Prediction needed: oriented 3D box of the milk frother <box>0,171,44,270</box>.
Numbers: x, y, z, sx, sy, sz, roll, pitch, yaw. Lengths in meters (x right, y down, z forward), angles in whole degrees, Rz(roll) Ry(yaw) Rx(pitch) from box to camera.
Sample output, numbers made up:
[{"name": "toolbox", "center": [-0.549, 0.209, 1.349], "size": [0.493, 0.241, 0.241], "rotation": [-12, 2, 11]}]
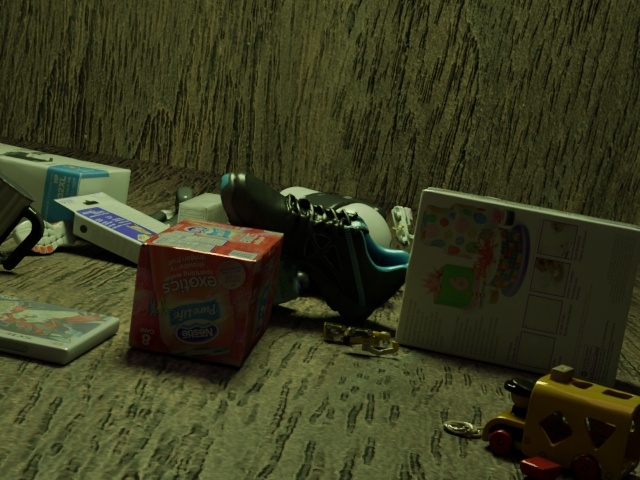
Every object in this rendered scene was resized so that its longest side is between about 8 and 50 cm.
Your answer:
[{"name": "milk frother", "center": [-0.505, -0.029, 1.884], "size": [0.129, 0.135, 0.143], "rotation": [40, -2, -24]}]

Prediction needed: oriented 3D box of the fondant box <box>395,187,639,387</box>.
[{"name": "fondant box", "center": [0.295, 0.066, 1.807], "size": [0.330, 0.238, 0.096], "rotation": [11, 9, 9]}]

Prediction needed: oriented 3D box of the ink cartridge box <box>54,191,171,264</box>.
[{"name": "ink cartridge box", "center": [-0.355, -0.021, 2.174], "size": [0.208, 0.045, 0.206], "rotation": [27, 12, 11]}]

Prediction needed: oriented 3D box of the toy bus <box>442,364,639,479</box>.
[{"name": "toy bus", "center": [0.268, 0.195, 1.356], "size": [0.202, 0.104, 0.191], "rotation": [8, 8, -17]}]

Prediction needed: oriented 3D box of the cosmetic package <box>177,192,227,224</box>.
[{"name": "cosmetic package", "center": [-0.232, -0.034, 2.377], "size": [0.060, 0.099, 0.239], "rotation": [11, 8, 5]}]

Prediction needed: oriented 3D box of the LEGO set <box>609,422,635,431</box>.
[{"name": "LEGO set", "center": [0.390, 0.240, 1.504], "size": [0.083, 0.023, 0.054], "rotation": [22, 9, -7]}]

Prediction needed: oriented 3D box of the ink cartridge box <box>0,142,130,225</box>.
[{"name": "ink cartridge box", "center": [-0.559, -0.102, 2.348], "size": [0.307, 0.129, 0.223], "rotation": [12, 9, 15]}]

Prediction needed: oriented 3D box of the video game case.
[{"name": "video game case", "center": [-0.368, 0.106, 1.508], "size": [0.183, 0.023, 0.201], "rotation": [11, 8, 7]}]

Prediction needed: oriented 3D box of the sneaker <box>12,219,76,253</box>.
[{"name": "sneaker", "center": [-0.484, -0.003, 2.069], "size": [0.064, 0.061, 0.158], "rotation": [-11, -5, 23]}]

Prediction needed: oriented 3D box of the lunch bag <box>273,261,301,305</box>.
[{"name": "lunch bag", "center": [-0.125, 0.058, 1.917], "size": [0.151, 0.096, 0.129], "rotation": [-1, 5, 28]}]

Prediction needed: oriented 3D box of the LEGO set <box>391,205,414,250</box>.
[{"name": "LEGO set", "center": [0.063, 0.030, 2.282], "size": [0.287, 0.132, 0.107], "rotation": [-12, -23, 33]}]

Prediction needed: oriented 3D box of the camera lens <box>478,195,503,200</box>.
[{"name": "camera lens", "center": [0.272, 0.042, 2.011], "size": [0.219, 0.220, 0.274], "rotation": [10, 8, 0]}]

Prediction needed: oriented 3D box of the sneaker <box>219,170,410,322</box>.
[{"name": "sneaker", "center": [-0.006, -0.016, 1.864], "size": [0.341, 0.139, 0.125], "rotation": [36, 33, -26]}]

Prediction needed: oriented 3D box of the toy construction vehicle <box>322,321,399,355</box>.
[{"name": "toy construction vehicle", "center": [0.057, 0.144, 1.742], "size": [0.098, 0.035, 0.086], "rotation": [10, -3, -15]}]

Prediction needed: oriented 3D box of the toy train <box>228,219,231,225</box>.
[{"name": "toy train", "center": [-0.089, -0.025, 2.529], "size": [0.143, 0.105, 0.248], "rotation": [21, 2, -27]}]

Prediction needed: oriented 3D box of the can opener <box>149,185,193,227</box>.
[{"name": "can opener", "center": [-0.308, -0.057, 2.451], "size": [0.076, 0.095, 0.283], "rotation": [9, 8, 1]}]

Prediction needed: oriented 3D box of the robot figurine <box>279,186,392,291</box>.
[{"name": "robot figurine", "center": [-0.001, 0.003, 2.155], "size": [0.278, 0.209, 0.173], "rotation": [16, -6, 41]}]

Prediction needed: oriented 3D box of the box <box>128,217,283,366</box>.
[{"name": "box", "center": [-0.149, 0.062, 1.651], "size": [0.154, 0.142, 0.300], "rotation": [10, 8, 3]}]
